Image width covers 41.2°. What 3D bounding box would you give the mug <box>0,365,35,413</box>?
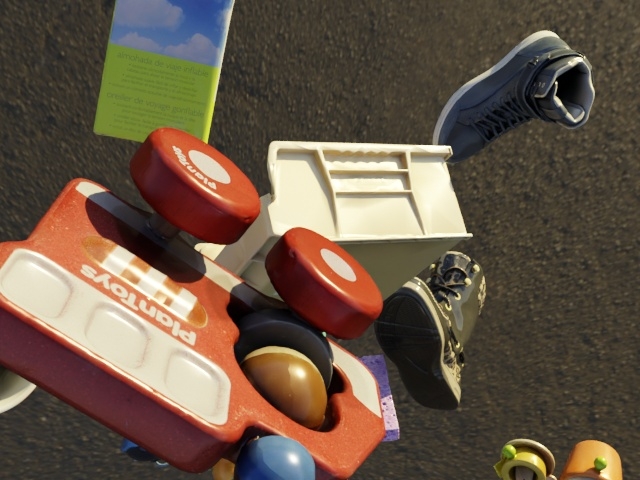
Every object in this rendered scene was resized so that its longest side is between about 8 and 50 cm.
[{"bbox_3d":[-0.338,0.099,0.771,0.150,0.169,0.113,4,81,-26],"label":"mug"}]

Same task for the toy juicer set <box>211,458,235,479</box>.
[{"bbox_3d":[-0.048,0.341,1.003,0.329,0.209,0.089,30,69,34],"label":"toy juicer set"}]

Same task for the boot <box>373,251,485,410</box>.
[{"bbox_3d":[0.236,0.135,1.739,0.138,0.377,0.284,0,45,30],"label":"boot"}]

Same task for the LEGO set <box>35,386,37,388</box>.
[{"bbox_3d":[-0.553,0.264,1.647,0.182,0.244,0.060,9,65,-42],"label":"LEGO set"}]

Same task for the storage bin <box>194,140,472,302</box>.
[{"bbox_3d":[0.000,0.000,1.039,0.260,0.262,0.123,-1,66,-29],"label":"storage bin"}]

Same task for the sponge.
[{"bbox_3d":[0.074,0.292,1.583,0.117,0.210,0.031,-3,121,-3],"label":"sponge"}]

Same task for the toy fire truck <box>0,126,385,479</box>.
[{"bbox_3d":[-0.081,0.075,0.593,0.302,0.254,0.169,37,108,-15],"label":"toy fire truck"}]

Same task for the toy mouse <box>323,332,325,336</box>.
[{"bbox_3d":[-0.014,0.209,1.820,0.031,0.161,0.143,31,64,11],"label":"toy mouse"}]

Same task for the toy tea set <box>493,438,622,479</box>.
[{"bbox_3d":[0.408,0.457,1.325,0.336,0.200,0.124,59,35,-17],"label":"toy tea set"}]

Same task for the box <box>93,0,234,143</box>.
[{"bbox_3d":[-0.147,-0.179,0.812,0.109,0.042,0.178,10,96,-13],"label":"box"}]

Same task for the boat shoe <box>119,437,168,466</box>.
[{"bbox_3d":[-0.239,0.287,1.235,0.089,0.258,0.109,22,88,-9],"label":"boat shoe"}]

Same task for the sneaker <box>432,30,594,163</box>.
[{"bbox_3d":[0.251,-0.167,1.107,0.086,0.163,0.226,38,105,-27],"label":"sneaker"}]
